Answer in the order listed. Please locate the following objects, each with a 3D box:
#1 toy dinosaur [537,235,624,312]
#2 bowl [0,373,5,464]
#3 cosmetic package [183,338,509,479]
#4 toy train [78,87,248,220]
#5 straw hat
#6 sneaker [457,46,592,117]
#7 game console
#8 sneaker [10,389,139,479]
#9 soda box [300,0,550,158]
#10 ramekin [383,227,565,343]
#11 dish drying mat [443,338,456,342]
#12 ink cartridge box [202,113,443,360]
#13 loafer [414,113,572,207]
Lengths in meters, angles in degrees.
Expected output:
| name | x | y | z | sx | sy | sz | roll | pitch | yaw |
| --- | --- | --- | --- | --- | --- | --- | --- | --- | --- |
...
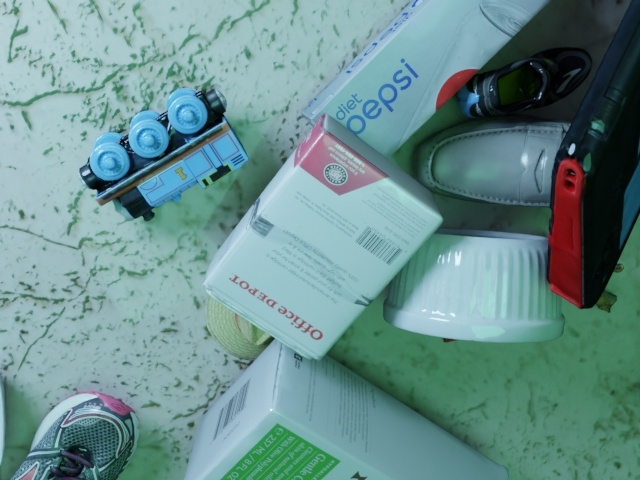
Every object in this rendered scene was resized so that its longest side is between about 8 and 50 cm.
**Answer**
| name | x | y | z | sx | sy | sz | roll | pitch | yaw |
| --- | --- | --- | --- | --- | --- | --- | --- | --- | --- |
| toy dinosaur | 0.321 | 0.022 | 0.955 | 0.211 | 0.064 | 0.112 | 34 | 98 | -15 |
| bowl | -0.441 | 0.204 | 0.884 | 0.142 | 0.053 | 0.142 | 2 | 104 | -11 |
| cosmetic package | 0.042 | 0.296 | 0.912 | 0.365 | 0.155 | 0.197 | 34 | 116 | -14 |
| toy train | -0.174 | -0.093 | 0.839 | 0.184 | 0.080 | 0.105 | -31 | 113 | 0 |
| straw hat | -0.071 | 0.090 | 0.910 | 0.144 | 0.061 | 0.144 | -2 | 105 | -9 |
| sneaker | 0.248 | -0.180 | 0.872 | 0.188 | 0.078 | 0.067 | -20 | 107 | -25 |
| game console | 0.309 | -0.144 | 0.692 | 0.060 | 0.342 | 0.387 | 24 | 77 | 22 |
| sneaker | -0.322 | 0.314 | 0.901 | 0.121 | 0.112 | 0.299 | 34 | 96 | -16 |
| soda box | 0.115 | -0.207 | 0.848 | 0.286 | 0.091 | 0.098 | -44 | 107 | 4 |
| ramekin | 0.178 | 0.045 | 0.868 | 0.207 | 0.207 | 0.109 | 2 | 95 | -10 |
| dish drying mat | 0.200 | 0.111 | 0.986 | 0.083 | 0.008 | 0.032 | -13 | 105 | -6 |
| ink cartridge box | 0.000 | 0.000 | 0.811 | 0.158 | 0.092 | 0.218 | 35 | 108 | -13 |
| loafer | 0.273 | -0.094 | 0.891 | 0.319 | 0.111 | 0.112 | -4 | 105 | -8 |
